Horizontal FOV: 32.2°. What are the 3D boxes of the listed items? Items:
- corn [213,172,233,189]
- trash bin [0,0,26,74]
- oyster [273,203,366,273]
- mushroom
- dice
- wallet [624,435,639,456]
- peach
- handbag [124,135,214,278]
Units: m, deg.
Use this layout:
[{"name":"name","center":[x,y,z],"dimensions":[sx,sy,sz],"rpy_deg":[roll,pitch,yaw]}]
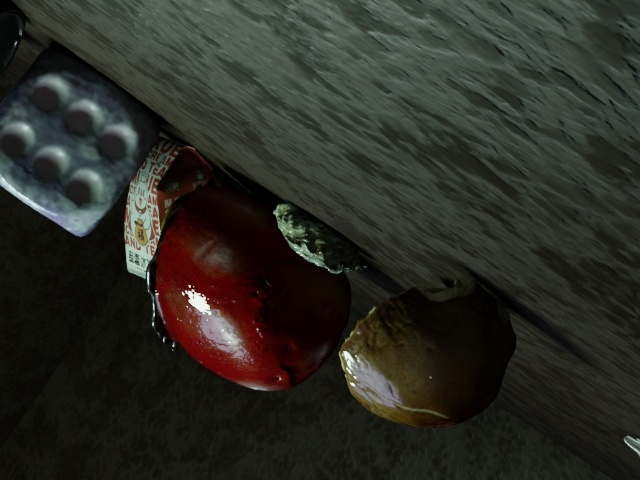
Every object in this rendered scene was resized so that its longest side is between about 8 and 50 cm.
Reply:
[{"name":"corn","center":[-0.229,-0.085,2.422],"dimensions":[0.093,0.093,0.244],"rpy_deg":[31,174,38]},{"name":"trash bin","center":[-0.682,-0.387,1.889],"dimensions":[0.301,0.203,0.252],"rpy_deg":[33,153,6]},{"name":"oyster","center":[0.000,0.000,1.961],"dimensions":[0.177,0.064,0.125],"rpy_deg":[25,-167,-19]},{"name":"mushroom","center":[0.129,0.148,1.533],"dimensions":[0.233,0.208,0.301],"rpy_deg":[19,174,-12]},{"name":"dice","center":[-0.482,-0.185,2.095],"dimensions":[0.270,0.270,0.271],"rpy_deg":[36,174,-15]},{"name":"wallet","center":[0.573,0.375,1.938],"dimensions":[0.061,0.025,0.122],"rpy_deg":[28,173,38]},{"name":"peach","center":[-0.140,0.079,2.138],"dimensions":[0.416,0.339,0.353],"rpy_deg":[37,144,-13]},{"name":"handbag","center":[-0.312,-0.068,2.248],"dimensions":[0.151,0.298,0.171],"rpy_deg":[-18,-158,-35]}]
